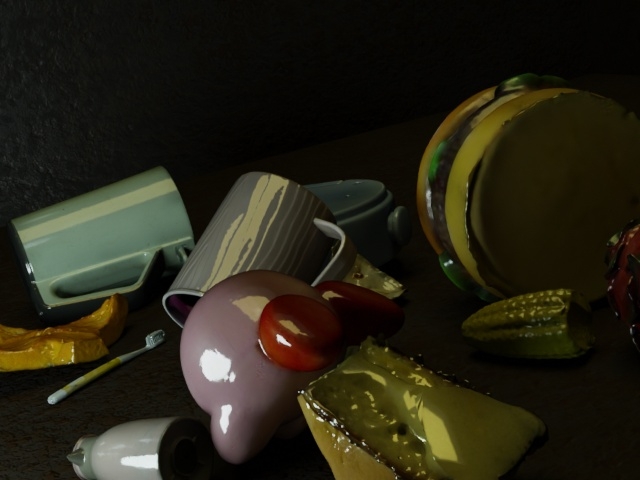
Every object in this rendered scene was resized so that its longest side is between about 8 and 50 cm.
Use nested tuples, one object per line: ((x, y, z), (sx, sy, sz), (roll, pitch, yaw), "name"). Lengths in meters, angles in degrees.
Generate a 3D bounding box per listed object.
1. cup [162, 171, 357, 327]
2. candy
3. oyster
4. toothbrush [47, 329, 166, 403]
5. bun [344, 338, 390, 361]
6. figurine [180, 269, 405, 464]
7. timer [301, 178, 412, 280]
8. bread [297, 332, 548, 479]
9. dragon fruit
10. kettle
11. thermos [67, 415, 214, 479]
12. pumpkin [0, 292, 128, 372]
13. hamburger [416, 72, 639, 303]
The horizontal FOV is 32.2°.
((-0.099, 0.038, 1.843), (0.288, 0.208, 0.273), (-29, 29, 59), "cup")
((0.300, 0.131, 1.652), (0.199, 0.106, 0.094), (-10, 32, 35), "candy")
((0.047, 0.090, 1.989), (0.161, 0.107, 0.232), (32, 26, 20), "oyster")
((-0.377, 0.222, 1.978), (0.021, 0.024, 0.288), (1, 19, 36), "toothbrush")
((0.019, 0.184, 1.653), (0.183, 0.102, 0.183), (-11, -21, -4), "bun")
((-0.068, 0.133, 1.469), (0.261, 0.211, 0.269), (-51, -17, 24), "figurine")
((0.000, 0.000, 2.234), (0.395, 0.173, 0.395), (-11, 13, 2), "timer")
((0.101, 0.238, 1.271), (0.262, 0.163, 0.204), (28, 30, 25), "bread")
((0.491, 0.073, 1.517), (0.193, 0.192, 0.274), (4, 40, -25), "dragon fruit")
((-0.471, 0.036, 2.453), (0.376, 0.250, 0.361), (-19, 44, -18), "kettle")
((-0.236, 0.292, 1.482), (0.193, 0.105, 0.137), (-10, -13, 36), "thermos")
((-0.501, 0.187, 2.079), (0.290, 0.095, 0.258), (-10, 10, -9), "pumpkin")
((0.368, -0.089, 1.874), (0.395, 0.396, 0.277), (-15, 14, -12), "hamburger")
